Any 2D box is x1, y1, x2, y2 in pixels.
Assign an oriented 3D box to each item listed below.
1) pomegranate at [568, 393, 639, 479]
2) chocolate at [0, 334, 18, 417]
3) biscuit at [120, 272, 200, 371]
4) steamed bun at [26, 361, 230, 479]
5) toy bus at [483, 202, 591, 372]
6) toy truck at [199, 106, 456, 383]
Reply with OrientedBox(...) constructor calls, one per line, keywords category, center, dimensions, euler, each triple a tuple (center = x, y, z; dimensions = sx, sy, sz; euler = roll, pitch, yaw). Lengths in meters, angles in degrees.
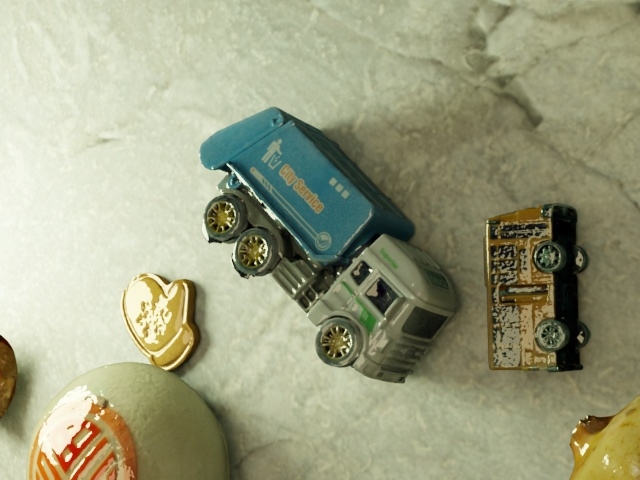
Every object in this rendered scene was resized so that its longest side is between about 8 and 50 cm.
OrientedBox(category="pomegranate", center=(0.355, 0.258, 1.288), dimensions=(0.264, 0.264, 0.264), euler=(-3, 84, 30))
OrientedBox(category="chocolate", center=(-0.480, 0.187, 1.868), dimensions=(0.133, 0.124, 0.127), euler=(-47, 55, 0))
OrientedBox(category="biscuit", center=(-0.209, 0.097, 1.770), dimensions=(0.140, 0.023, 0.118), euler=(47, 109, 26))
OrientedBox(category="steamed bun", center=(-0.260, 0.292, 1.688), dimensions=(0.283, 0.177, 0.283), euler=(-6, 78, 31))
OrientedBox(category="toy bus", center=(0.234, 0.053, 1.475), dimensions=(0.103, 0.091, 0.182), euler=(-3, 85, 30))
OrientedBox(category="toy truck", center=(0.000, 0.000, 1.587), dimensions=(0.175, 0.146, 0.367), euler=(-49, 64, 13))
